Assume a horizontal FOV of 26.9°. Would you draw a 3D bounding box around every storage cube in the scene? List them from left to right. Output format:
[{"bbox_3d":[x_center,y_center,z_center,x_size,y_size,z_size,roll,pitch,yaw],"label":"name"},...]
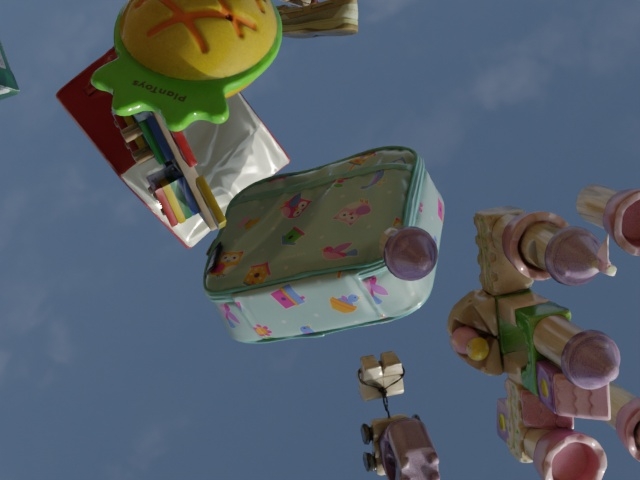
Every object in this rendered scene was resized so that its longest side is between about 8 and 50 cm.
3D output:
[{"bbox_3d":[-0.186,-0.142,1.716,0.183,0.215,0.193,-41,-130,-3],"label":"storage cube"}]

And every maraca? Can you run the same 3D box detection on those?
[{"bbox_3d":[-0.099,-0.148,1.020,0.127,0.099,0.186,15,-134,9],"label":"maraca"}]

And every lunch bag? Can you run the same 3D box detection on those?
[{"bbox_3d":[0.000,0.000,1.566,0.279,0.108,0.224,-11,-138,25],"label":"lunch bag"}]

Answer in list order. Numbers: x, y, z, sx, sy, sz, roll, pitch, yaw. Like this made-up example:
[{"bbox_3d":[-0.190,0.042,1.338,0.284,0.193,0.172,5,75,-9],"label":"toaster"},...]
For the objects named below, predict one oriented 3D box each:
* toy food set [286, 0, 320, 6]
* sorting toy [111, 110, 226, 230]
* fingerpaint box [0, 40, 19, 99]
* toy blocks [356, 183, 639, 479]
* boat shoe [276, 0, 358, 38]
[{"bbox_3d":[-0.035,-0.318,1.738,0.078,0.122,0.019,15,-81,-9],"label":"toy food set"},{"bbox_3d":[-0.151,-0.074,1.283,0.046,0.132,0.274,-27,-159,-7],"label":"sorting toy"},{"bbox_3d":[-0.628,-0.327,1.623,0.371,0.163,0.445,-20,-94,9],"label":"fingerpaint box"},{"bbox_3d":[0.208,0.113,1.267,0.309,0.289,0.260,-9,-167,-11],"label":"toy blocks"},{"bbox_3d":[-0.018,-0.280,1.670,0.153,0.056,0.048,4,-89,40],"label":"boat shoe"}]
